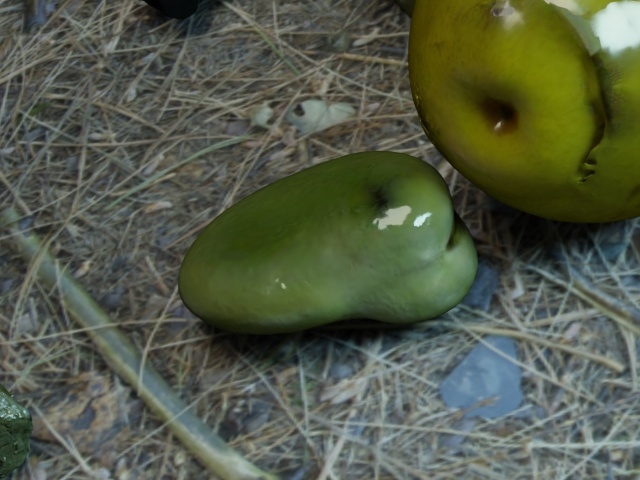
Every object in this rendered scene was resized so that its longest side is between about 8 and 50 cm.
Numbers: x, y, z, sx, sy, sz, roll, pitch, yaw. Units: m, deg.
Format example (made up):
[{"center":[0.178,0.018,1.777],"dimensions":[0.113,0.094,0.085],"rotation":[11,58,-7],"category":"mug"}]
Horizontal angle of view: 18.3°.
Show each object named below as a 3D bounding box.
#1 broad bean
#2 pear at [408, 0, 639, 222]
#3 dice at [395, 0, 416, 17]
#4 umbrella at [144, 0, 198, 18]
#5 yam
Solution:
[{"center":[0.000,0.000,1.660],"dimensions":[0.263,0.121,0.189],"rotation":[-6,40,20],"category":"broad bean"},{"center":[0.221,-0.167,1.632],"dimensions":[0.285,0.285,0.336],"rotation":[1,44,24],"category":"pear"},{"center":[0.163,-0.339,1.873],"dimensions":[0.238,0.227,0.233],"rotation":[-35,41,-13],"category":"dice"},{"center":[-0.150,-0.330,2.087],"dimensions":[0.122,0.110,0.272],"rotation":[10,40,-16],"category":"umbrella"},{"center":[-0.309,0.133,1.682],"dimensions":[0.078,0.078,0.179],"rotation":[-35,42,-15],"category":"yam"}]
